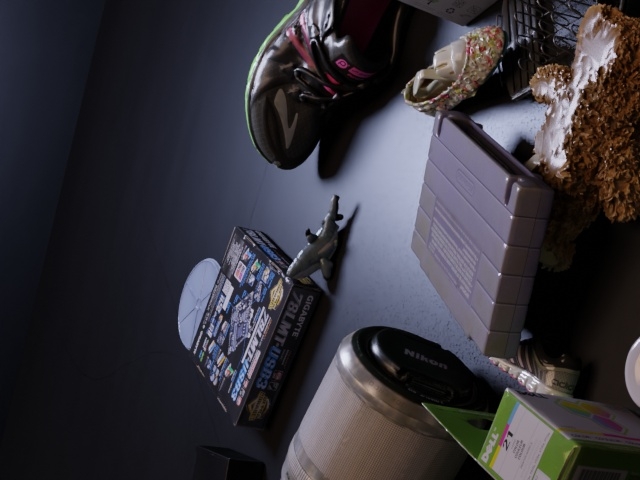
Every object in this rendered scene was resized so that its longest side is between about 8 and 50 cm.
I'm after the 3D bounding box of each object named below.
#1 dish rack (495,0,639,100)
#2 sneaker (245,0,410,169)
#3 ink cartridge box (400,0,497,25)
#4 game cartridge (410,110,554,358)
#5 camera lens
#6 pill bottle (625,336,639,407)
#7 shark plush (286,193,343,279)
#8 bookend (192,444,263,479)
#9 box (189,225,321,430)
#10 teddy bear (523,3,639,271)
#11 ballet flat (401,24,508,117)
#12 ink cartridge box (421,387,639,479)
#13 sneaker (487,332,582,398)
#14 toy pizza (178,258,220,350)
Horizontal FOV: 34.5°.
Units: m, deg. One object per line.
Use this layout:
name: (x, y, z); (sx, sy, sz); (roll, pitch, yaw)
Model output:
dish rack: (0.320, -0.320, 1.389); (0.271, 0.074, 0.208); (-29, 54, 52)
sneaker: (0.013, -0.321, 1.798); (0.483, 0.185, 0.202); (-61, 29, 27)
ink cartridge box: (0.246, -0.432, 1.468); (0.332, 0.165, 0.065); (-29, 53, 51)
game cartridge: (0.205, -0.019, 1.369); (0.355, 0.068, 0.230); (-114, 27, -66)
camera lens: (0.084, 0.271, 1.401); (0.274, 0.219, 0.219); (-65, 32, 20)
pill bottle: (0.383, 0.138, 1.018); (0.086, 0.152, 0.086); (-31, 53, 51)
shark plush: (0.000, 0.000, 1.801); (0.161, 0.067, 0.073); (-60, 33, 21)
bookend: (-0.184, 0.472, 1.916); (0.156, 0.072, 0.157); (-2, 77, 60)
box: (-0.134, 0.160, 1.960); (0.293, 0.073, 0.295); (40, 112, 56)
teddy bear: (0.332, -0.119, 1.280); (0.245, 0.113, 0.338); (-127, 49, -62)
ballet flat: (0.190, -0.245, 1.523); (0.241, 0.077, 0.091); (136, 138, -64)
ink cartridge box: (0.260, 0.216, 1.157); (0.255, 0.188, 0.097); (40, 113, 57)
sneaker: (0.271, 0.144, 1.300); (0.075, 0.063, 0.170); (-64, 31, 8)
toy pizza: (-0.247, 0.138, 2.199); (0.201, 0.032, 0.201); (-29, 54, 50)
